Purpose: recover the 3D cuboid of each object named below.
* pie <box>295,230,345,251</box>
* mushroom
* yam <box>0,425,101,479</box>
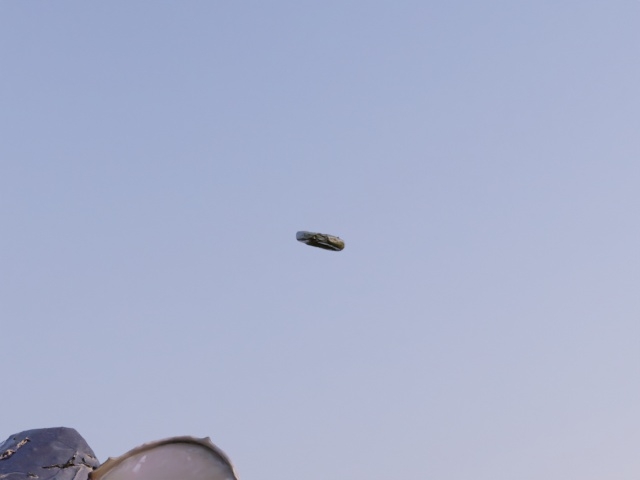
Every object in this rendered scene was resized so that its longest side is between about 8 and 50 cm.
[{"bbox_3d":[0.000,0.000,2.104,0.084,0.020,0.084,12,-9,2],"label":"pie"},{"bbox_3d":[-0.149,0.357,1.626,0.162,0.236,0.173,-44,-31,-7],"label":"mushroom"},{"bbox_3d":[-0.407,0.377,1.695,0.202,0.201,0.271,-44,-2,32],"label":"yam"}]
